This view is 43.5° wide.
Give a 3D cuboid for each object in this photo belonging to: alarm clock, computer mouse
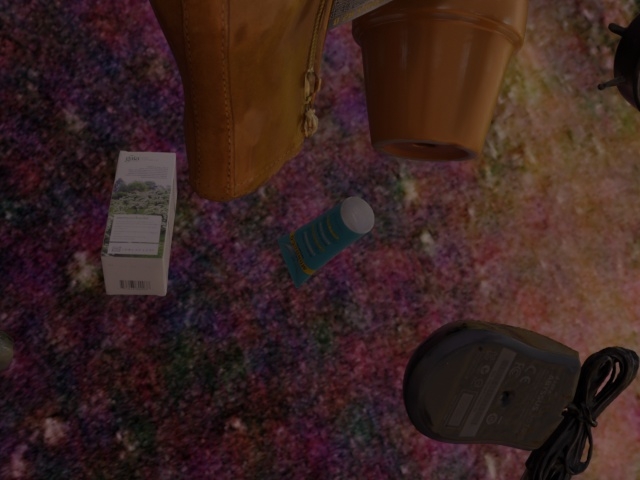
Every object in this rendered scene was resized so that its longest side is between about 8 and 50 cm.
[{"bbox_3d":[0.375,-0.177,0.799,0.192,0.129,0.064,14,30,-19],"label":"alarm clock"},{"bbox_3d":[0.178,0.150,0.796,0.272,0.188,0.072,22,12,-31],"label":"computer mouse"}]

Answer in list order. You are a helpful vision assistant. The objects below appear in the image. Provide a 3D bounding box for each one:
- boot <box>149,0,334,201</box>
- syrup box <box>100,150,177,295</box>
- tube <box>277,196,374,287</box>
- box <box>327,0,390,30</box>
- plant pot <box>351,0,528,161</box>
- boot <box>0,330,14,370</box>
[{"bbox_3d":[-0.022,-0.175,0.446,0.104,0.211,0.295,12,43,9],"label":"boot"},{"bbox_3d":[-0.284,-0.032,1.277,0.093,0.096,0.236,2,47,-6],"label":"syrup box"},{"bbox_3d":[0.000,0.000,1.132,0.052,0.207,0.080,-10,75,-33],"label":"tube"},{"bbox_3d":[0.023,-0.312,0.774,0.231,0.056,0.183,-31,75,-18],"label":"box"},{"bbox_3d":[0.132,-0.196,0.945,0.205,0.205,0.187,11,83,-45],"label":"plant pot"},{"bbox_3d":[-0.408,0.170,0.796,0.247,0.083,0.161,5,49,-52],"label":"boot"}]
